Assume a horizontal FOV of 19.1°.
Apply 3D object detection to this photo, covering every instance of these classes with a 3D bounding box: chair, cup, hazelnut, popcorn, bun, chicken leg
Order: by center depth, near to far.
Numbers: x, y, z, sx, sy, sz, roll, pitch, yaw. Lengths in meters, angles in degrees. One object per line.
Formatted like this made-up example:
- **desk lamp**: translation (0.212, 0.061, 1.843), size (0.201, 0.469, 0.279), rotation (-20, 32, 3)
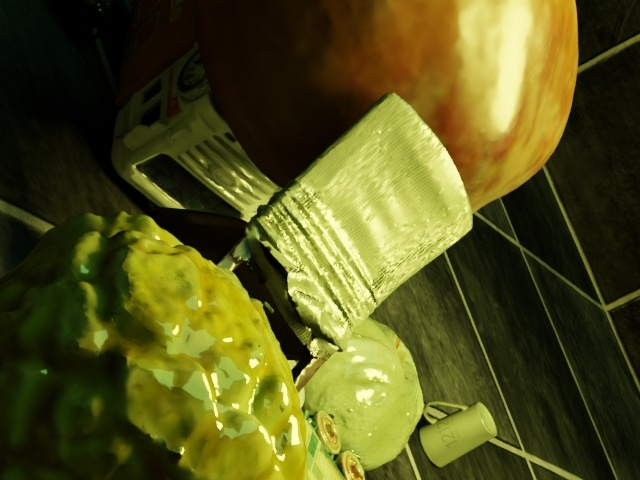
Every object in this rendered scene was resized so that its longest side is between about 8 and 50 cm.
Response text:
- **popcorn**: translation (-0.136, 0.134, 1.283), size (0.282, 0.282, 0.247), rotation (58, 1, -13)
- **chair**: translation (-0.047, 0.027, 1.579), size (0.319, 0.186, 0.160), rotation (-47, 116, -26)
- **hazelnut**: translation (0.066, -0.197, 1.705), size (0.366, 0.366, 0.366), rotation (53, 19, -27)
- **chicken leg**: translation (-0.246, -0.316, 1.978), size (0.106, 0.051, 0.253), rotation (67, 7, -64)
- **bun**: translation (0.038, 0.150, 2.021), size (0.195, 0.118, 0.195), rotation (51, 24, -32)
- **cup**: translation (0.165, 0.227, 2.325), size (0.054, 0.083, 0.075), rotation (23, 41, -63)

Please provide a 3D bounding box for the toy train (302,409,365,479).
- **toy train**: translation (0.003, 0.252, 1.825), size (0.194, 0.081, 0.125), rotation (58, 23, -20)

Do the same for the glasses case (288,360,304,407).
- **glasses case**: translation (-0.075, 0.089, 1.893), size (0.193, 0.049, 0.074), rotation (60, 16, -10)

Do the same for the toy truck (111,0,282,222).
- **toy truck**: translation (-0.107, -0.178, 1.950), size (0.173, 0.207, 0.387), rotation (39, 33, -30)
